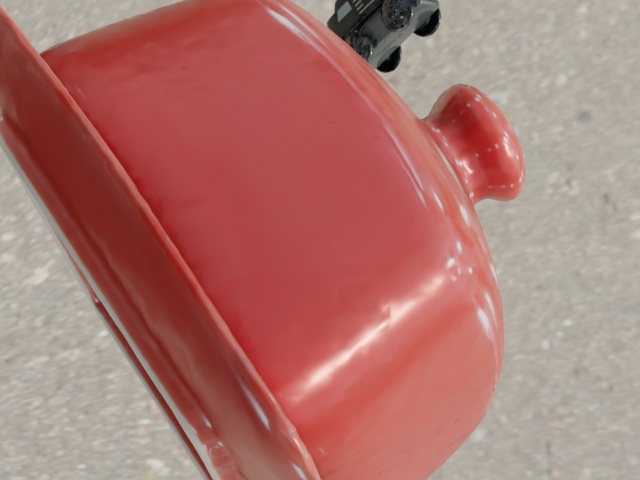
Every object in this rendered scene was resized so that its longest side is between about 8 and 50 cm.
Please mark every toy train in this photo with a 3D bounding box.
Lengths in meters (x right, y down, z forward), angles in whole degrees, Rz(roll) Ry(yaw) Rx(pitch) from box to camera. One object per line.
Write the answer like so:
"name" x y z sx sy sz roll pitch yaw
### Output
"toy train" 0.058 -0.118 0.595 0.027 0.158 0.036 1 53 -53

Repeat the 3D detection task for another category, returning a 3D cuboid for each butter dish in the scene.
"butter dish" 0.000 0.000 0.438 0.118 0.160 0.160 -32 63 -8
